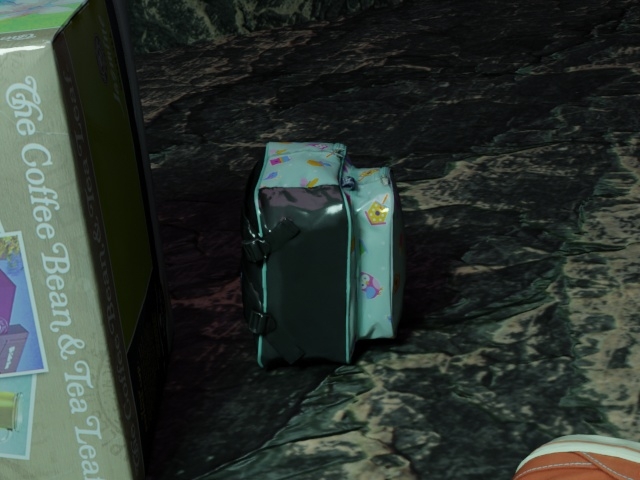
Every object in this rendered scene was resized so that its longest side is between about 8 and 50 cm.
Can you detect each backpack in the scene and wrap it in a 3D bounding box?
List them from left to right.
[{"bbox_3d":[0.000,0.000,1.082,0.144,0.166,0.188,-6,23,-5],"label":"backpack"}]

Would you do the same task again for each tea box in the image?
[{"bbox_3d":[-0.246,-0.009,0.946,0.220,0.329,0.323,-6,19,0],"label":"tea box"}]

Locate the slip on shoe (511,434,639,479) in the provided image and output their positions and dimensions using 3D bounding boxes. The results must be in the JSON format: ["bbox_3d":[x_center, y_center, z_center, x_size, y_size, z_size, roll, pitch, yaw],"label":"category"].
[{"bbox_3d":[0.220,0.167,0.617,0.331,0.123,0.101,1,28,43],"label":"slip on shoe"}]
